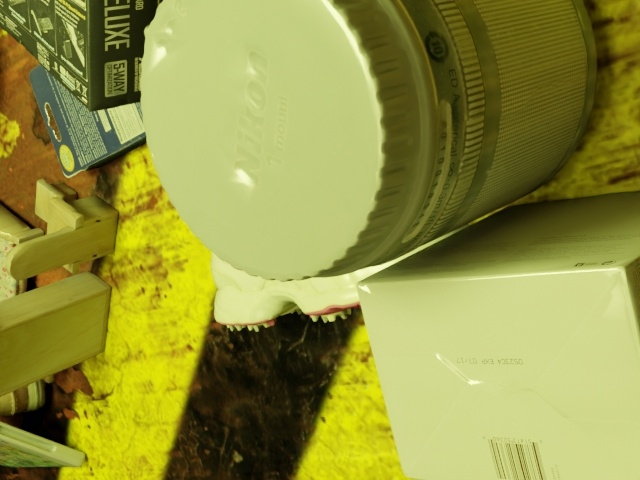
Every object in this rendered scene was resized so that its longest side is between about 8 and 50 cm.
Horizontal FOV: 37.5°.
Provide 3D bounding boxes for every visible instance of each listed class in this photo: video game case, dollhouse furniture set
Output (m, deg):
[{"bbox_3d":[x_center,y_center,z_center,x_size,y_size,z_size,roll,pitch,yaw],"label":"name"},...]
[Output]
[{"bbox_3d":[-0.466,0.280,1.320,0.212,0.193,0.023,-13,54,43],"label":"video game case"},{"bbox_3d":[-0.450,0.028,1.201,0.356,0.174,0.303,32,124,28],"label":"dollhouse furniture set"}]

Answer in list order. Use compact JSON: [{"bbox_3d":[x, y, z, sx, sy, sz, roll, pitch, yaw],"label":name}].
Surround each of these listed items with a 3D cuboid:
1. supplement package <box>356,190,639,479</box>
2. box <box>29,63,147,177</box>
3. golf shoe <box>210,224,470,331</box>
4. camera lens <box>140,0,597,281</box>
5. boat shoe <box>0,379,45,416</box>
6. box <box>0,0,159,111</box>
[{"bbox_3d":[0.174,0.062,0.650,0.194,0.203,0.149,-5,102,43],"label":"supplement package"},{"bbox_3d":[-0.234,-0.163,1.036,0.225,0.036,0.136,-18,93,42],"label":"box"},{"bbox_3d":[0.000,0.000,0.844,0.306,0.115,0.140,-11,94,42],"label":"golf shoe"},{"bbox_3d":[0.045,-0.104,0.651,0.219,0.274,0.219,16,115,36],"label":"camera lens"},{"bbox_3d":[-0.535,0.184,1.370,0.324,0.116,0.123,7,110,39],"label":"boat shoe"},{"bbox_3d":[-0.264,-0.302,0.915,0.307,0.077,0.242,40,135,37],"label":"box"}]
